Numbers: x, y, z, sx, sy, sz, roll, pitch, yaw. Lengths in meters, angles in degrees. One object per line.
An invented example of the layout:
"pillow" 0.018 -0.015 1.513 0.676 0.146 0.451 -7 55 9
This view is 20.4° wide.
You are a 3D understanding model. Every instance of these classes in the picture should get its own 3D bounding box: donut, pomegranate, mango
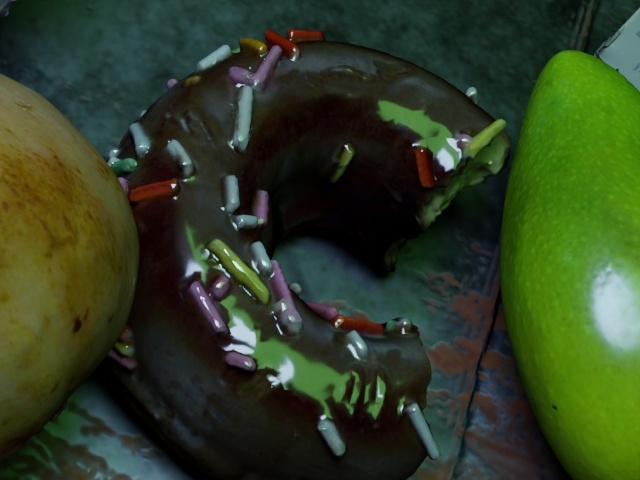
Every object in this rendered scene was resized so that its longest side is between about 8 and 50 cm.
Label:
"donut" -0.022 -0.007 1.171 0.259 0.136 0.345 27 52 -9
"pomegranate" -0.242 0.003 0.997 0.270 0.229 0.252 43 24 -8
"mango" 0.202 0.019 1.220 0.192 0.156 0.343 35 38 -52

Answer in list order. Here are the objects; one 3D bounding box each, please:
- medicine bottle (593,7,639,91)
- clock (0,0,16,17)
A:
"medicine bottle" 0.320 -0.132 1.434 0.171 0.052 0.201 41 53 5
"clock" -0.287 -0.284 1.168 0.309 0.284 0.114 64 15 23
